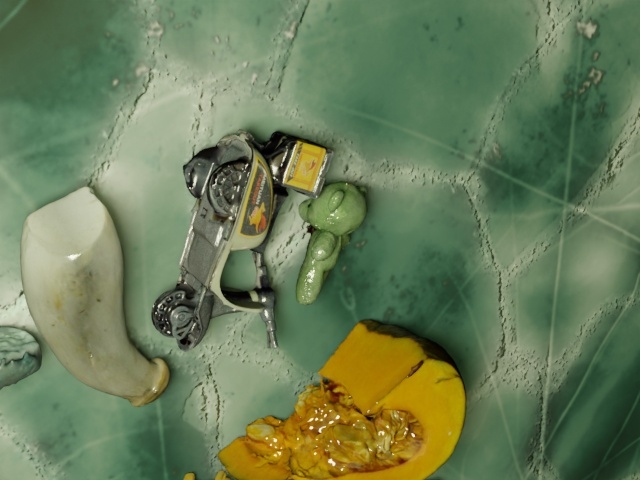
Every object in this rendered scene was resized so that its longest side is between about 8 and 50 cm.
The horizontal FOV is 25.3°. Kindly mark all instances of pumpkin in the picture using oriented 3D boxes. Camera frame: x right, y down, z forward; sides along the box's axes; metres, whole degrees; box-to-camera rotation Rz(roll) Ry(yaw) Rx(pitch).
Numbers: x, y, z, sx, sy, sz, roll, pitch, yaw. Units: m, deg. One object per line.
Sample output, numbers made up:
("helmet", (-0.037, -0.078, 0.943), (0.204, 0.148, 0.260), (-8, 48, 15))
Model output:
("pumpkin", (0.037, 0.197, 1.688), (0.280, 0.139, 0.190), (0, 109, -32))

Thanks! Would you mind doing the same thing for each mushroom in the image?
("mushroom", (-0.245, 0.080, 1.524), (0.118, 0.103, 0.270), (-23, 126, -13))

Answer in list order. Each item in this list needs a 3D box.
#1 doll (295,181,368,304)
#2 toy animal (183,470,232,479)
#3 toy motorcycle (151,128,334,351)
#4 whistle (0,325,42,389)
("doll", (0.000, 0.000, 1.647), (0.115, 0.077, 0.150), (-21, 132, -73))
("toy animal", (-0.113, 0.348, 1.692), (0.159, 0.070, 0.083), (60, 33, -42))
("toy motorcycle", (-0.093, 0.004, 1.586), (0.157, 0.091, 0.263), (13, 99, -35))
("whistle", (-0.433, 0.138, 1.394), (0.348, 0.189, 0.189), (0, 105, -42))
